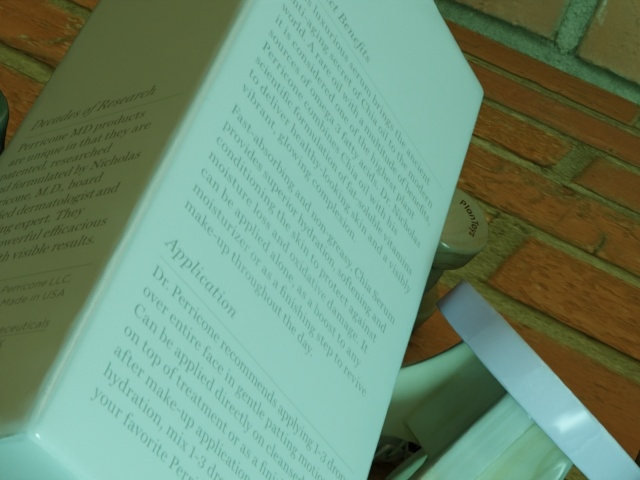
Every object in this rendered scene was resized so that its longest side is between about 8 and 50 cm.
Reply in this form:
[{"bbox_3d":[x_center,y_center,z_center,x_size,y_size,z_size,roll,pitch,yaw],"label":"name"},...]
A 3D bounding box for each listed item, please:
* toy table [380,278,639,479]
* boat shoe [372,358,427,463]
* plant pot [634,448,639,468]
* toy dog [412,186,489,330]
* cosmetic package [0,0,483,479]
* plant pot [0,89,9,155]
[{"bbox_3d":[0.096,0.140,0.808,0.252,0.161,0.274,49,4,19],"label":"toy table"},{"bbox_3d":[0.062,0.141,0.973,0.076,0.083,0.226,34,25,31],"label":"boat shoe"},{"bbox_3d":[0.303,0.234,0.772,0.284,0.284,0.191,33,43,27],"label":"plant pot"},{"bbox_3d":[0.000,0.000,1.120,0.334,0.220,0.161,6,47,-52],"label":"toy dog"},{"bbox_3d":[-0.061,-0.007,0.721,0.162,0.230,0.453,-9,43,34],"label":"cosmetic package"},{"bbox_3d":[-0.306,0.009,0.731,0.272,0.255,0.271,18,23,-8],"label":"plant pot"}]
